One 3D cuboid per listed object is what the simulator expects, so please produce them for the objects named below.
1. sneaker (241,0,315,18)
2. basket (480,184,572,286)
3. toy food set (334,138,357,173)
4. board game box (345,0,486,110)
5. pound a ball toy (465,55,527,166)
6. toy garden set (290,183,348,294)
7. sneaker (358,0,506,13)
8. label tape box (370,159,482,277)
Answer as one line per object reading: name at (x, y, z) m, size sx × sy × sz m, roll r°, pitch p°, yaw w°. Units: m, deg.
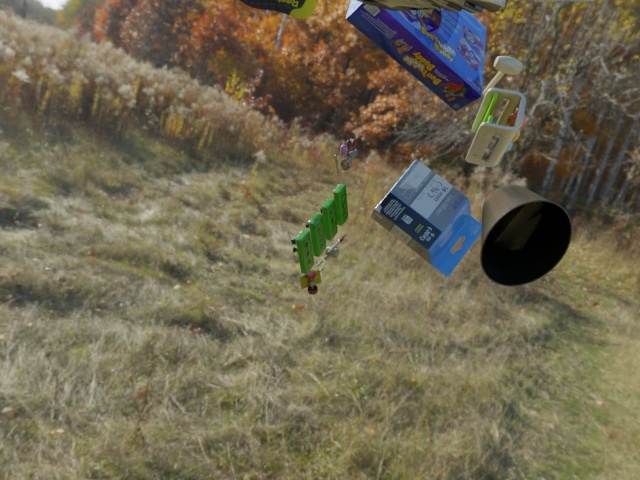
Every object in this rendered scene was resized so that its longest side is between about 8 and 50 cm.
sneaker at (-0.077, -0.396, 0.827) m, size 0.144 × 0.053 × 0.059 m, roll 18°, pitch 37°, yaw -9°
basket at (0.435, -0.034, 1.149) m, size 0.154 × 0.204 × 0.227 m, roll 32°, pitch 25°, yaw -3°
toy food set at (0.075, -0.232, 1.388) m, size 0.019 × 0.078 × 0.122 m, roll 9°, pitch 42°, yaw 27°
board game box at (0.230, -0.486, 1.168) m, size 0.347 × 0.233 × 0.078 m, roll 30°, pitch -33°, yaw -27°
pound a ball toy at (0.553, -0.381, 1.586) m, size 0.136 × 0.208 × 0.319 m, roll 13°, pitch -14°, yaw 8°
toy garden set at (0.000, 0.000, 1.351) m, size 0.049 × 0.203 × 0.244 m, roll 14°, pitch 44°, yaw 24°
sneaker at (0.146, -0.446, 0.768) m, size 0.315 × 0.182 × 0.127 m, roll 23°, pitch 19°, yaw 35°
label tape box at (0.377, -0.077, 1.751) m, size 0.334 × 0.240 × 0.106 m, roll 38°, pitch -14°, yaw 7°
